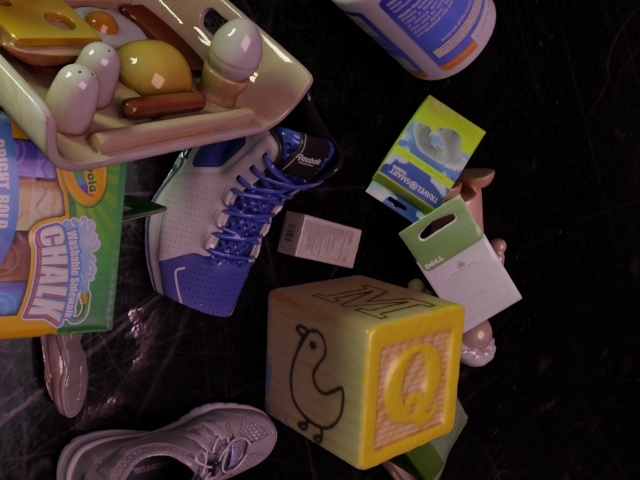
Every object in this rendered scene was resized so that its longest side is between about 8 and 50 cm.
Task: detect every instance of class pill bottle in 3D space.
[{"bbox_3d":[0.100,-0.340,0.858,0.272,0.152,0.152,29,80,-43],"label":"pill bottle"}]

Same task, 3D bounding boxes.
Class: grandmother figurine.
[{"bbox_3d":[0.240,0.061,1.115,0.208,0.104,0.342,-17,111,-14],"label":"grandmother figurine"}]

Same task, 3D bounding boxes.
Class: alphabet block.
[{"bbox_3d":[0.057,0.165,0.905,0.194,0.197,0.192,-9,105,-41],"label":"alphabet block"}]

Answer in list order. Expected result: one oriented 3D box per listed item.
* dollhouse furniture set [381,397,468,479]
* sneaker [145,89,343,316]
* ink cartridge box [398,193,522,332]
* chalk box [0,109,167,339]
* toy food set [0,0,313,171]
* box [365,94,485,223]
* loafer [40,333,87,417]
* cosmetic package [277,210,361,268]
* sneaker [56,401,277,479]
[{"bbox_3d":[0.195,0.320,1.097,0.197,0.151,0.301,-50,128,-23],"label":"dollhouse furniture set"},{"bbox_3d":[-0.082,-0.065,0.735,0.128,0.182,0.315,14,90,-42],"label":"sneaker"},{"bbox_3d":[0.210,0.029,1.014,0.109,0.062,0.209,-32,112,8],"label":"ink cartridge box"},{"bbox_3d":[-0.281,-0.022,0.565,0.289,0.180,0.179,3,98,-41],"label":"chalk box"},{"bbox_3d":[-0.168,-0.181,0.562,0.306,0.220,0.092,-25,155,-54],"label":"toy food set"},{"bbox_3d":[0.160,-0.121,1.002,0.109,0.042,0.178,33,73,0],"label":"box"},{"bbox_3d":[-0.278,0.127,0.706,0.045,0.039,0.125,-41,136,-69],"label":"loafer"},{"bbox_3d":[0.000,0.000,0.921,0.115,0.041,0.060,16,88,-43],"label":"cosmetic package"},{"bbox_3d":[-0.158,0.273,0.788,0.281,0.115,0.105,-3,102,-42],"label":"sneaker"}]
